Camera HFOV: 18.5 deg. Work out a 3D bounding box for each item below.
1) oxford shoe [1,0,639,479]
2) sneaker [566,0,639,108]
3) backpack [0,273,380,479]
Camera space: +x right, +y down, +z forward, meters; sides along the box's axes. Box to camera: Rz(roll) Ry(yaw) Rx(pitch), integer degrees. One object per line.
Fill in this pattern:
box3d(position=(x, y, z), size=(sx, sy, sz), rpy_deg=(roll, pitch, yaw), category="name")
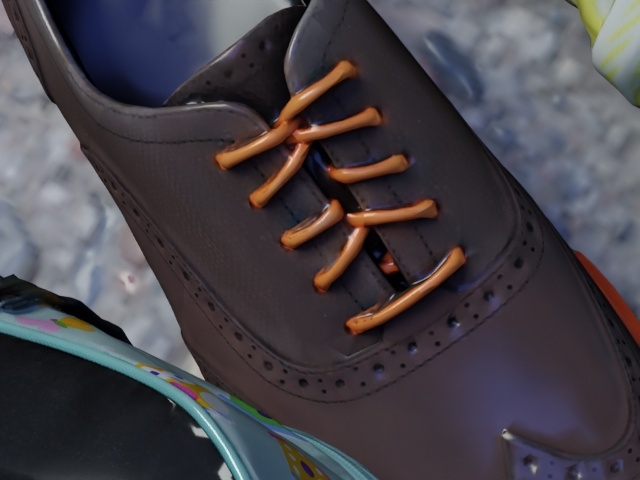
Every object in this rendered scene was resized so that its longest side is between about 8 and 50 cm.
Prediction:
box3d(position=(0.000, 0.000, 0.452), size=(0.097, 0.098, 0.271), rpy_deg=(-39, 73, -2), category="oxford shoe")
box3d(position=(0.076, -0.056, 0.420), size=(0.319, 0.127, 0.208), rpy_deg=(19, 84, 4), category="sneaker")
box3d(position=(-0.069, 0.095, 0.409), size=(0.188, 0.144, 0.166), rpy_deg=(12, 75, 38), category="backpack")
